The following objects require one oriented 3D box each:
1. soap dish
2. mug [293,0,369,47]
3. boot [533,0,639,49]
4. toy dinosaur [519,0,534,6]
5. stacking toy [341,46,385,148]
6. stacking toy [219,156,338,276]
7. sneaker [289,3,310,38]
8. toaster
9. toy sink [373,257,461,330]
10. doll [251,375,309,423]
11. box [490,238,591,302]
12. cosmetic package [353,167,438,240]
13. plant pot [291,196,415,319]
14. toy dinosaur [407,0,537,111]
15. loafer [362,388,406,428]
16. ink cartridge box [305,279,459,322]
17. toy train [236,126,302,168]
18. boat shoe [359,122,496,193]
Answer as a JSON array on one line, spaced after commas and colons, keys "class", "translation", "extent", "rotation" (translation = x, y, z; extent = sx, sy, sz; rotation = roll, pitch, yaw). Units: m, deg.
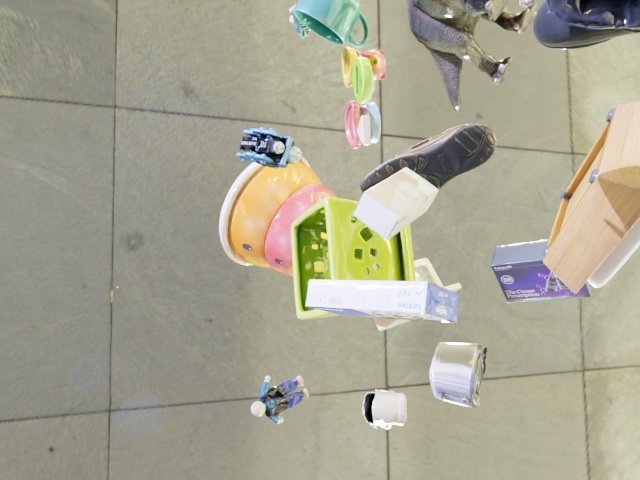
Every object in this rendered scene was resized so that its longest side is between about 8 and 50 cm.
[{"class": "soap dish", "translation": [0.498, -0.074, 0.923], "extent": [0.118, 0.291, 0.229], "rotation": [23, 58, 14]}, {"class": "mug", "translation": [0.030, -0.497, 1.158], "extent": [0.157, 0.129, 0.097], "rotation": [24, 100, -42]}, {"class": "boot", "translation": [0.510, -0.424, 0.974], "extent": [0.445, 0.367, 0.146], "rotation": [-31, 112, -44]}, {"class": "toy dinosaur", "translation": [0.346, -0.538, 0.998], "extent": [0.064, 0.118, 0.268], "rotation": [-9, 81, -26]}, {"class": "stacking toy", "translation": [0.160, -0.437, 1.644], "extent": [0.130, 0.279, 0.309], "rotation": [-7, 110, -9]}, {"class": "stacking toy", "translation": [0.000, 0.000, 1.406], "extent": [0.350, 0.480, 0.351], "rotation": [-35, 142, -34]}, {"class": "sneaker", "translation": [-0.051, -0.641, 1.559], "extent": [0.065, 0.166, 0.076], "rotation": [-22, 97, 2]}, {"class": "toaster", "translation": [0.429, 0.402, 1.658], "extent": [0.227, 0.146, 0.129], "rotation": [-60, 142, -43]}, {"class": "toy sink", "translation": [0.255, 0.140, 1.523], "extent": [0.152, 0.234, 0.131], "rotation": [-13, 68, -35]}, {"class": "doll", "translation": [-0.117, 0.424, 1.440], "extent": [0.189, 0.046, 0.129], "rotation": [-13, 78, -50]}, {"class": "box", "translation": [0.711, 0.098, 1.719], "extent": [0.184, 0.261, 0.103], "rotation": [58, 42, -26]}, {"class": "cosmetic package", "translation": [0.101, -0.051, 0.702], "extent": [0.060, 0.041, 0.115], "rotation": [38, 40, 16]}, {"class": "plant pot", "translation": [0.071, 0.045, 1.136], "extent": [0.207, 0.228, 0.227], "rotation": [0, 78, -23]}, {"class": "toy dinosaur", "translation": [0.151, -0.270, 0.596], "extent": [0.160, 0.313, 0.121], "rotation": [40, 90, 25]}, {"class": "loafer", "translation": [0.153, 0.434, 1.389], "extent": [0.092, 0.268, 0.102], "rotation": [8, 67, -4]}, {"class": "ink cartridge box", "translation": [0.088, 0.089, 0.792], "extent": [0.097, 0.207, 0.046], "rotation": [21, 72, -47]}, {"class": "toy train", "translation": [-0.112, -0.202, 1.188], "extent": [0.105, 0.184, 0.080], "rotation": [15, 91, -34]}, {"class": "boat shoe", "translation": [0.251, -0.177, 1.259], "extent": [0.324, 0.120, 0.123], "rotation": [-23, 108, 14]}]
